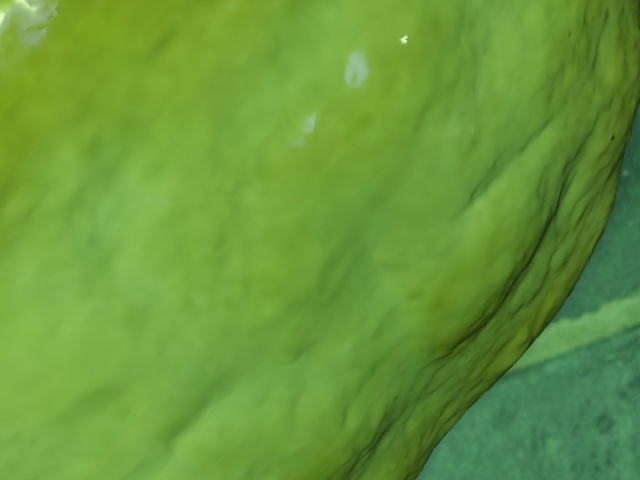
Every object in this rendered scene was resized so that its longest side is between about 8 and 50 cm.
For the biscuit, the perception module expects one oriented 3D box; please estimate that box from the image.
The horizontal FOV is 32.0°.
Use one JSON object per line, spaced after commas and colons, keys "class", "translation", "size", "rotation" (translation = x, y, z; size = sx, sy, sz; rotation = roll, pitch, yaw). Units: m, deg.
{"class": "biscuit", "translation": [0.001, 0.000, 0.526], "size": [0.446, 0.104, 0.429], "rotation": [-43, 138, -10]}
